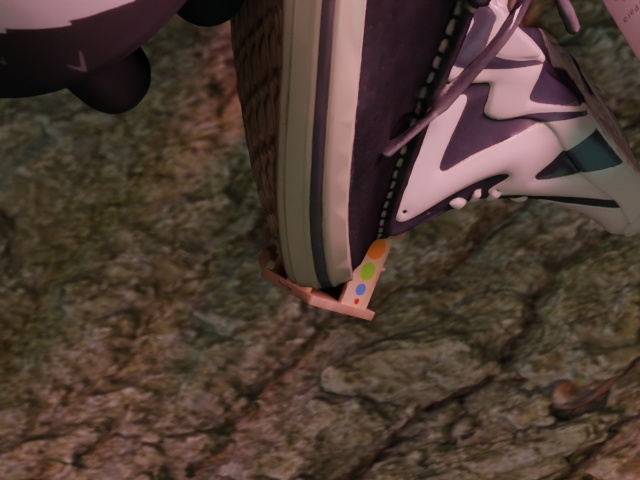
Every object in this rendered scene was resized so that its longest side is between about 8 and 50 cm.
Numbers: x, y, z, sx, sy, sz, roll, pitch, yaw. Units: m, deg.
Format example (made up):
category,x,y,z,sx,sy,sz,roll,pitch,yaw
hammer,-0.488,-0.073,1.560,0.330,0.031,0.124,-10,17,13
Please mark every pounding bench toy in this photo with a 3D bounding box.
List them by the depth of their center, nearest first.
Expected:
category,x,y,z,sx,sy,sz,roll,pitch,yaw
pounding bench toy,0.000,0.000,1.055,0.052,0.083,0.065,17,97,-41

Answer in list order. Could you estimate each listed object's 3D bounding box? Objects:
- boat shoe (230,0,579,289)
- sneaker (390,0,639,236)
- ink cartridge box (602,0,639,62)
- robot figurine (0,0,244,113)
category,x,y,z,sx,sy,sz,roll,pitch,yaw
boat shoe,0.047,-0.164,0.747,0.156,0.187,0.500,-3,136,-13
sneaker,0.083,-0.048,0.998,0.153,0.094,0.235,-33,140,17
ink cartridge box,0.291,-0.062,0.956,0.275,0.239,0.060,15,129,-36
robot figurine,-0.140,-0.165,0.692,0.173,0.209,0.278,2,153,31
